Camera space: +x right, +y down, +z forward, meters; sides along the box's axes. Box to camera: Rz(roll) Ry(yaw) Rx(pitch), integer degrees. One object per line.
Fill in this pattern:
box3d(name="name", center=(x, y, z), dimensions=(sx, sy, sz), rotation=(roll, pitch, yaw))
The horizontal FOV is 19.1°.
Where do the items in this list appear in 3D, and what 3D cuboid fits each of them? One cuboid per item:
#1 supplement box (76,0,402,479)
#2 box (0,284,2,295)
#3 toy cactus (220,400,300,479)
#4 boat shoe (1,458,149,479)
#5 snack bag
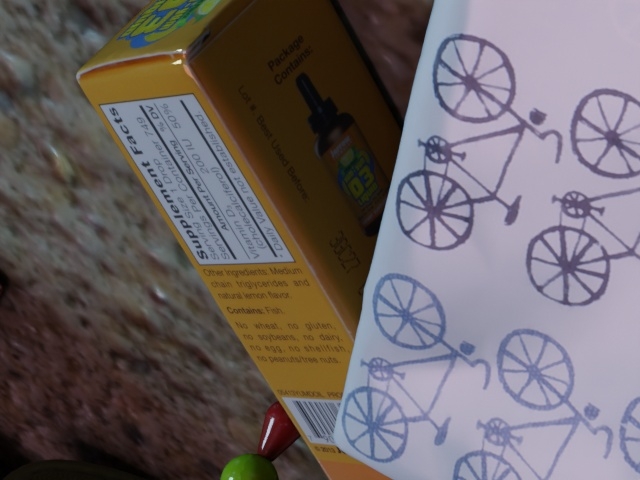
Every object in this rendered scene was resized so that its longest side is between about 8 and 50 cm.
box3d(name="supplement box", center=(0.000, 0.000, 0.782), dimensions=(0.080, 0.078, 0.233), rotation=(0, 128, 45))
box3d(name="box", center=(-0.289, 0.080, 1.089), dimensions=(0.122, 0.128, 0.257), rotation=(41, 145, 2))
box3d(name="toy cactus", center=(0.012, 0.199, 0.909), dimensions=(0.219, 0.180, 0.112), rotation=(44, 165, 4))
box3d(name="boat shoe", center=(-0.059, 0.231, 1.053), dimensions=(0.302, 0.113, 0.103), rotation=(28, 137, 16))
box3d(name="snack bag", center=(0.177, 0.022, 0.611), dimensions=(0.342, 0.037, 0.323), rotation=(27, 127, 18))
